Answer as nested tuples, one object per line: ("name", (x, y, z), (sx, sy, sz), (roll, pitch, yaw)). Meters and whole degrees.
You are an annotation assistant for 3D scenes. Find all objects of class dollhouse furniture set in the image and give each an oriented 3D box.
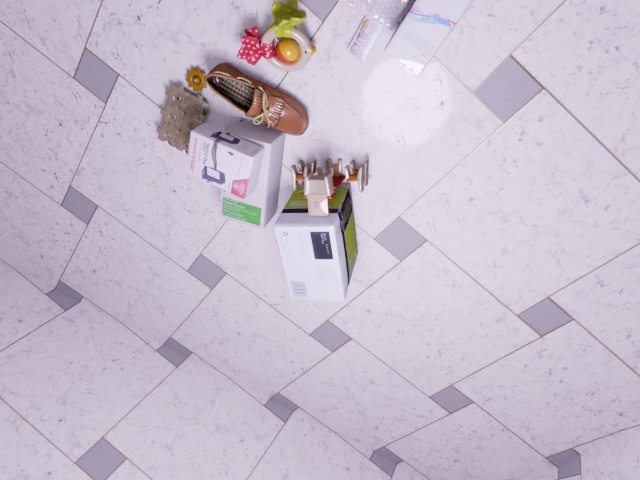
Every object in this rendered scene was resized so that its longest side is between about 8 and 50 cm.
("dollhouse furniture set", (0.022, -0.194, 1.656), (0.262, 0.259, 0.135), (3, 114, 18))

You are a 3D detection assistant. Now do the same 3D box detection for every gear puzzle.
("gear puzzle", (-0.501, -0.493, 1.755), (0.175, 0.044, 0.339), (28, 124, -1))

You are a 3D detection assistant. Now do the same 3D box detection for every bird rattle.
("bird rattle", (-0.133, -0.624, 1.503), (0.207, 0.143, 0.253), (36, 130, -29))

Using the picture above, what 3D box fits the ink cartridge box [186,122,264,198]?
("ink cartridge box", (-0.332, -0.276, 1.620), (0.237, 0.100, 0.172), (25, 127, 7))

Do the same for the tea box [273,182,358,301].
("tea box", (0.000, 0.000, 1.751), (0.220, 0.323, 0.329), (1, 123, 16))

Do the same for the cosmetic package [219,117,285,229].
("cosmetic package", (-0.260, -0.249, 1.771), (0.197, 0.155, 0.365), (16, 127, 10))

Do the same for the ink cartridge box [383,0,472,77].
("ink cartridge box", (0.319, -0.635, 1.288), (0.131, 0.226, 0.306), (34, 125, -7))

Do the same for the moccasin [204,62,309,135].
("moccasin", (-0.214, -0.476, 1.607), (0.380, 0.147, 0.139), (34, 126, -7))

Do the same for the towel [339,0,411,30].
("towel", (0.161, -0.776, 1.252), (0.317, 0.053, 0.332), (19, 130, -26))

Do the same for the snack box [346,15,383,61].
("snack box", (0.152, -0.651, 1.454), (0.064, 0.022, 0.178), (31, 126, -6))
